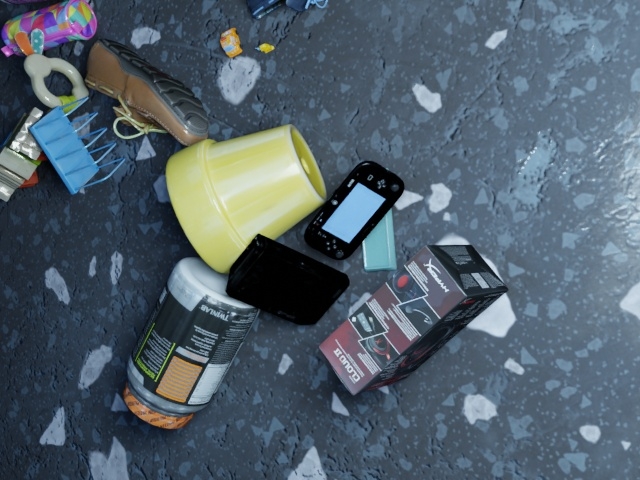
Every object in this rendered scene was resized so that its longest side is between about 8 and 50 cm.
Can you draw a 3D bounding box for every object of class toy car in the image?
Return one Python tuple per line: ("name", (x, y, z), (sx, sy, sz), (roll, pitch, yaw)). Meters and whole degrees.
("toy car", (-0.155, -0.409, 1.687), (0.122, 0.040, 0.060), (0, 90, 30))

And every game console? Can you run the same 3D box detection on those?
("game console", (0.000, 0.000, 1.510), (0.361, 0.213, 0.044), (-51, 34, 22))

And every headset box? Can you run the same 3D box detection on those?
("headset box", (0.151, 0.141, 1.418), (0.293, 0.218, 0.110), (-46, 69, 23))

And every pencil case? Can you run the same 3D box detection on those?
("pencil case", (-0.632, -0.489, 1.927), (0.236, 0.104, 0.105), (-9, 86, 30))

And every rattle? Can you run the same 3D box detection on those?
("rattle", (-0.641, -0.372, 1.908), (0.200, 0.130, 0.142), (45, 155, -17))

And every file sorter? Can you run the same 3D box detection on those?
("file sorter", (-0.525, -0.213, 1.820), (0.104, 0.118, 0.170), (-17, 116, 24))

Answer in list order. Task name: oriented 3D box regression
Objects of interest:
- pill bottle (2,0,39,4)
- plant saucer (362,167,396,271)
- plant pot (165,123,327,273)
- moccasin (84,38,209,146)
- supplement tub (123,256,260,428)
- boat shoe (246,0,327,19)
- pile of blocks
("pill bottle", (-0.672, -0.632, 1.902), (0.301, 0.169, 0.170), (4, 93, 34))
("plant saucer", (0.103, -0.038, 1.558), (0.067, 0.018, 0.192), (-6, 87, 30))
("plant pot", (-0.126, -0.096, 1.574), (0.238, 0.254, 0.254), (-23, 79, 12))
("moccasin", (-0.378, -0.292, 1.760), (0.380, 0.139, 0.147), (35, 108, 25))
("supplement tub", (-0.265, 0.209, 1.672), (0.193, 0.193, 0.316), (37, 108, 24))
("boat shoe", (-0.035, -0.481, 1.597), (0.258, 0.109, 0.089), (1, 98, 46))
("pile of blocks", (-0.697, -0.198, 1.962), (0.362, 0.112, 0.149), (-24, 41, 48))
